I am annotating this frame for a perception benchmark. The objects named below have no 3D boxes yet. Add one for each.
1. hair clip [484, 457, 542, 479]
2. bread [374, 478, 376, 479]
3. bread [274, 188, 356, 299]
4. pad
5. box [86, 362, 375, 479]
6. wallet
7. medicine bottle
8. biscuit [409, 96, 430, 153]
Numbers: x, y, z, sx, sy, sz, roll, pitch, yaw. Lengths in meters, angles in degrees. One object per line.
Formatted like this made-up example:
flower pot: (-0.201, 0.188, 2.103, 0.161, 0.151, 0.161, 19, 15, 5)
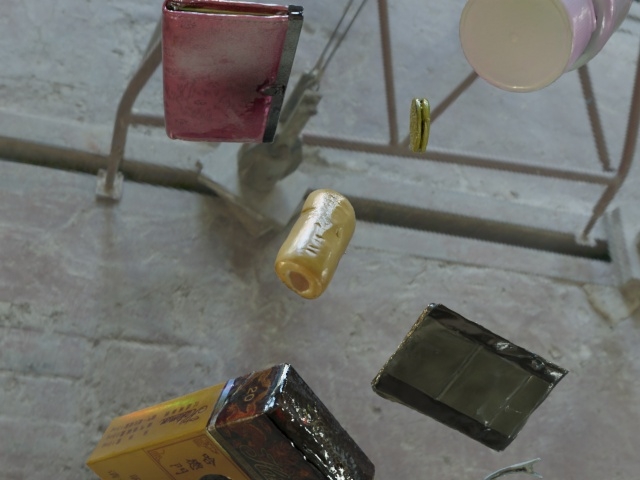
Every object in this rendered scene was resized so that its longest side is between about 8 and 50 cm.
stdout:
hair clip: (0.377, 0.457, 1.668, 0.115, 0.030, 0.039, -19, 70, 15)
bread: (0.073, 0.486, 1.529, 0.128, 0.069, 0.140, 49, 26, -39)
bread: (0.000, 0.000, 1.909, 0.142, 0.091, 0.305, 41, 39, -13)
pad: (0.209, 0.196, 1.210, 0.233, 0.174, 0.022, 26, 23, -11)
box: (-0.149, 0.366, 1.401, 0.264, 0.415, 0.116, 54, 35, -22)
wallet: (-0.090, -0.154, 0.817, 0.119, 0.232, 0.025, 2, 70, -9)
medicine bottle: (0.389, -0.403, 1.475, 0.241, 0.241, 0.302, 42, 47, 3)
biscuit: (0.147, -0.172, 1.275, 0.023, 0.084, 0.084, 1, 61, -2)
